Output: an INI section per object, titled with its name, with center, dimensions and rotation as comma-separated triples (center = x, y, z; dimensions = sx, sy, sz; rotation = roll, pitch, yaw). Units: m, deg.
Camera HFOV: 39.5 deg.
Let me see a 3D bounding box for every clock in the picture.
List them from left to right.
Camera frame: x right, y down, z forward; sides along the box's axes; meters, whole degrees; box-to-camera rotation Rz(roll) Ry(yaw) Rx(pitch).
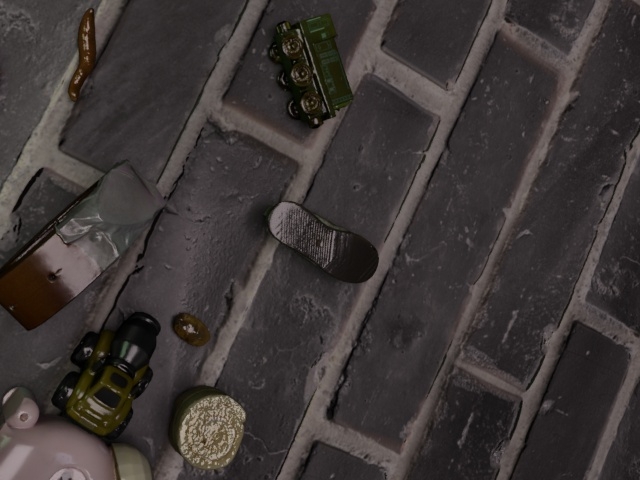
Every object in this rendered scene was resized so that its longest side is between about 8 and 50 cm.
[clock]
center = -0.505, 0.473, 1.621
dimensions = 0.326, 0.184, 0.342
rotation = 43, 82, -22

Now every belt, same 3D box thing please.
[belt]
center = -0.438, 0.002, 1.600
dimensions = 0.338, 0.217, 0.122
rotation = -45, 107, -16

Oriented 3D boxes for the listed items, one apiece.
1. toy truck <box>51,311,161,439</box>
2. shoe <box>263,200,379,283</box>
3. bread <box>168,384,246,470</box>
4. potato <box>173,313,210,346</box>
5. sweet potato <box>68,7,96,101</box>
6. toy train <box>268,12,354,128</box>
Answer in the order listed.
[toy truck]
center = -0.375, 0.240, 1.633
dimensions = 0.147, 0.224, 0.165
rotation = 38, 121, -15
[shoe]
center = 0.000, 0.000, 1.844
dimensions = 0.275, 0.098, 0.103
rotation = 33, 87, -22
[bread]
center = -0.225, 0.362, 1.740
dimensions = 0.134, 0.141, 0.148
rotation = 27, 80, -17
[potato]
center = -0.256, 0.178, 1.774
dimensions = 0.083, 0.040, 0.051
rotation = 37, 83, -17
[sweet potato]
center = -0.444, -0.349, 1.683
dimensions = 0.044, 0.044, 0.179
rotation = 9, 95, -22
[toy train]
center = -0.015, -0.348, 1.830
dimensions = 0.137, 0.090, 0.225
rotation = -22, 100, -23
